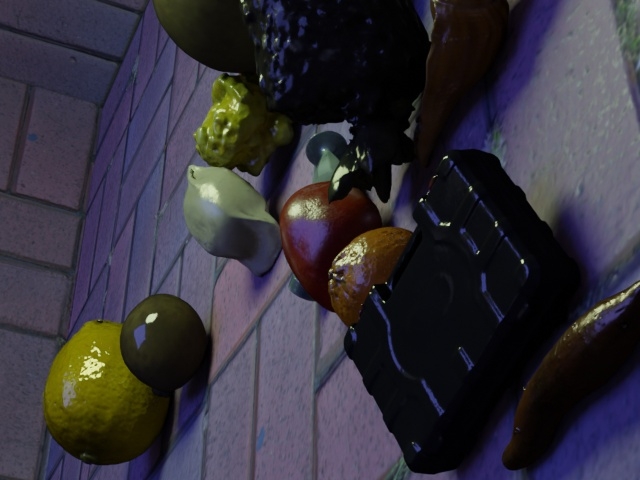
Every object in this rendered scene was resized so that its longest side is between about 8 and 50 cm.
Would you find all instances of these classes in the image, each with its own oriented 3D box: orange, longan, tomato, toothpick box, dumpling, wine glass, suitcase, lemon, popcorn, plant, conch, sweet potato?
[{"bbox_3d":[0.070,0.052,1.486,0.135,0.117,0.136,173,90,-70],"label":"orange"},{"bbox_3d":[-0.288,0.200,2.370,0.185,0.159,0.204,-112,24,-59],"label":"longan"},{"bbox_3d":[-0.005,0.004,1.710,0.174,0.082,0.166,29,112,45],"label":"tomato"},{"bbox_3d":[-0.007,0.039,1.834,0.052,0.052,0.083,-114,44,-63],"label":"toothpick box"},{"bbox_3d":[-0.125,-0.460,2.145,0.361,0.361,0.361,-165,90,-72],"label":"longan"},{"bbox_3d":[-0.152,-0.038,2.175,0.250,0.132,0.162,40,146,33],"label":"dumpling"},{"bbox_3d":[0.017,-0.091,1.844,0.155,0.073,0.073,-98,29,-57],"label":"wine glass"},{"bbox_3d":[0.132,0.073,1.297,0.285,0.066,0.206,-63,39,32],"label":"suitcase"},{"bbox_3d":[-0.415,0.295,2.526,0.245,0.245,0.320,127,158,-49],"label":"lemon"},{"bbox_3d":[-0.133,-0.199,2.227,0.197,0.155,0.198,-46,30,37],"label":"popcorn"},{"bbox_3d":[0.042,-0.202,1.610,0.213,0.215,0.312,-27,83,17],"label":"plant"},{"bbox_3d":[0.165,-0.215,1.497,0.109,0.093,0.330,-86,1,-53],"label":"conch"},{"bbox_3d":[0.217,0.114,1.112,0.264,0.057,0.057,118,158,-45],"label":"sweet potato"}]

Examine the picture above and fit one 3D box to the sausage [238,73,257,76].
[{"bbox_3d":[-0.081,-0.389,2.351,0.089,0.083,0.300,-156,84,-78],"label":"sausage"}]
